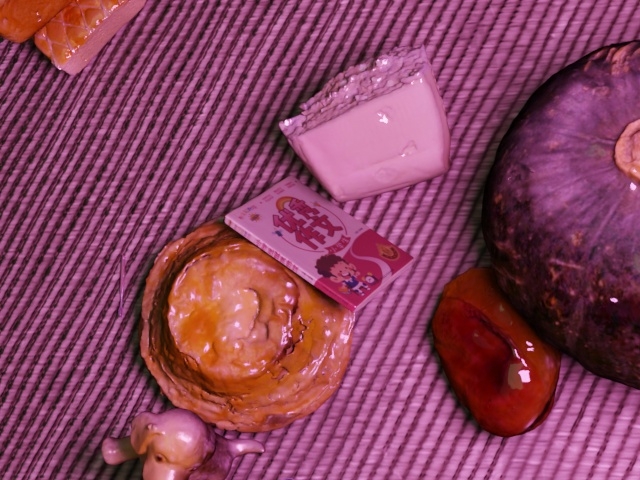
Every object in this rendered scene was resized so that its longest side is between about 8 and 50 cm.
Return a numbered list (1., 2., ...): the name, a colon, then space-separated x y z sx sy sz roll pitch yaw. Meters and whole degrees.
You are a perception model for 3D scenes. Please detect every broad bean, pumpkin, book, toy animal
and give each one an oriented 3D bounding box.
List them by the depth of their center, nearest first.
1. pumpkin: 0.424 -0.032 1.292 0.454 0.344 0.455 -8 63 17
2. broad bean: 0.235 0.148 1.408 0.156 0.122 0.229 -34 64 30
3. toy animal: -0.193 0.296 1.416 0.168 0.233 0.121 -26 67 14
4. book: 0.000 0.000 1.489 0.232 0.162 0.022 35 129 17

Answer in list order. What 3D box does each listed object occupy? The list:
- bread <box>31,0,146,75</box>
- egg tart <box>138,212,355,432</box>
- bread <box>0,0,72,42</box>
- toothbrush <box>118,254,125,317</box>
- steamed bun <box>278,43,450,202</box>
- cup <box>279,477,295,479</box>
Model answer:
1. bread: -0.383 -0.369 1.690 0.188 0.068 0.125 -45 72 -1
2. egg tart: -0.114 0.106 1.492 0.341 0.129 0.341 -3 75 12
3. bread: -0.493 -0.448 1.655 0.167 0.132 0.294 -47 50 13
4. toothbrush: -0.303 0.069 1.601 0.006 0.008 0.097 1 76 -2
5. steamed bun: 0.065 -0.168 1.492 0.225 0.200 0.170 -16 35 10
6. cup: -0.070 0.392 1.414 0.129 0.128 0.095 -36 74 5
